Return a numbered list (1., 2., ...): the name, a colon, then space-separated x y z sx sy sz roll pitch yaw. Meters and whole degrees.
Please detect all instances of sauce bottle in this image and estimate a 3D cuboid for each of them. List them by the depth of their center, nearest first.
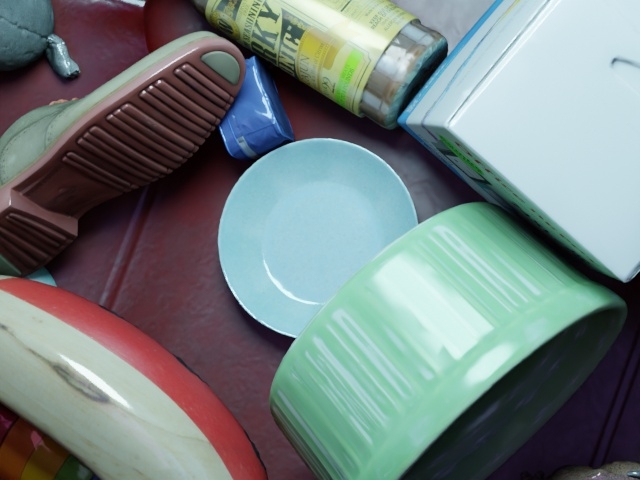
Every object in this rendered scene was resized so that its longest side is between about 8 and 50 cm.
1. sauce bottle: -0.046 -0.233 1.441 0.344 0.111 0.111 32 88 15

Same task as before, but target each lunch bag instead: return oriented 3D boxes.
1. lunch bag: -0.075 -0.129 1.450 0.065 0.067 0.098 -23 77 10

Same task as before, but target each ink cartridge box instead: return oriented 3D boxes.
1. ink cartridge box: 0.215 -0.111 1.267 0.198 0.270 0.197 40 91 -7

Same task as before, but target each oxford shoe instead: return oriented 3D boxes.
1. oxford shoe: -0.228 -0.106 1.429 0.348 0.123 0.130 -34 52 13

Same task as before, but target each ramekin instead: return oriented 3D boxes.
1. ramekin: 0.101 0.109 1.273 0.303 0.303 0.148 -43 70 2

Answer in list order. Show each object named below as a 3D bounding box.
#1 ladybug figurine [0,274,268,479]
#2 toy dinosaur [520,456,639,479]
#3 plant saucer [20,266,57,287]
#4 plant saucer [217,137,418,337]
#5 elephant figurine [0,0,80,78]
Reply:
1. ladybug figurine: -0.209 0.183 1.348 0.449 0.305 0.162 35 45 12
2. toy dinosaur: 0.256 0.225 1.271 0.295 0.200 0.127 -20 79 7
3. plant saucer: -0.320 0.068 1.490 0.119 0.021 0.119 -1 81 10
4. plant saucer: 0.000 0.000 1.434 0.195 0.037 0.195 -1 82 10
5. elephant figurine: -0.366 -0.246 1.432 0.186 0.239 0.169 -11 80 8
